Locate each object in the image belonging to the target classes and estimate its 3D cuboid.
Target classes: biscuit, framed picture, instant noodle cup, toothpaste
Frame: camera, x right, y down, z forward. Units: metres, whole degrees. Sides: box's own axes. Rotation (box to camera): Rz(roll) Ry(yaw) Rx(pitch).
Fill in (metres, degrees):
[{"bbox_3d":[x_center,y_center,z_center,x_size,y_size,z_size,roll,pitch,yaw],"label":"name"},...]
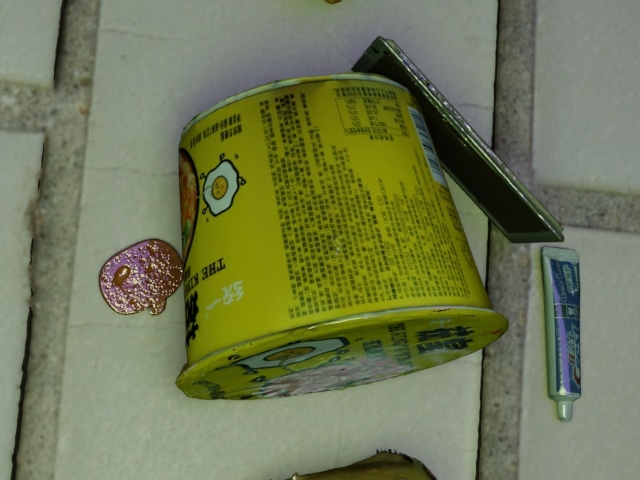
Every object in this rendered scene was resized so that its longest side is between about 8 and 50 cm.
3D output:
[{"bbox_3d":[-0.185,0.042,1.355,0.091,0.015,0.078,-25,90,-17],"label":"biscuit"},{"bbox_3d":[0.140,-0.100,1.360,0.016,0.216,0.273,-43,94,-4],"label":"framed picture"},{"bbox_3d":[0.000,0.000,1.269,0.326,0.325,0.254,-7,74,-15],"label":"instant noodle cup"},{"bbox_3d":[0.272,0.105,1.454,0.057,0.035,0.197,7,78,-29],"label":"toothpaste"}]

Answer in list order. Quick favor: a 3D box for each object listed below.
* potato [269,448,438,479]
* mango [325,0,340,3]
[{"bbox_3d":[-0.004,0.332,1.265,0.266,0.229,0.229,-24,88,-12],"label":"potato"},{"bbox_3d":[-0.036,-0.362,1.404,0.252,0.126,0.154,45,85,3],"label":"mango"}]
